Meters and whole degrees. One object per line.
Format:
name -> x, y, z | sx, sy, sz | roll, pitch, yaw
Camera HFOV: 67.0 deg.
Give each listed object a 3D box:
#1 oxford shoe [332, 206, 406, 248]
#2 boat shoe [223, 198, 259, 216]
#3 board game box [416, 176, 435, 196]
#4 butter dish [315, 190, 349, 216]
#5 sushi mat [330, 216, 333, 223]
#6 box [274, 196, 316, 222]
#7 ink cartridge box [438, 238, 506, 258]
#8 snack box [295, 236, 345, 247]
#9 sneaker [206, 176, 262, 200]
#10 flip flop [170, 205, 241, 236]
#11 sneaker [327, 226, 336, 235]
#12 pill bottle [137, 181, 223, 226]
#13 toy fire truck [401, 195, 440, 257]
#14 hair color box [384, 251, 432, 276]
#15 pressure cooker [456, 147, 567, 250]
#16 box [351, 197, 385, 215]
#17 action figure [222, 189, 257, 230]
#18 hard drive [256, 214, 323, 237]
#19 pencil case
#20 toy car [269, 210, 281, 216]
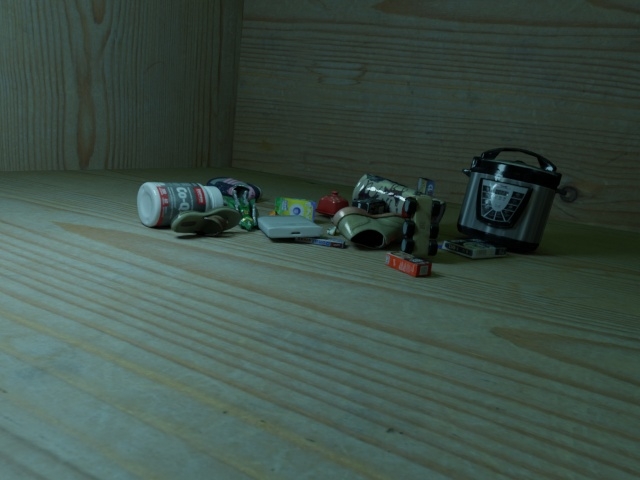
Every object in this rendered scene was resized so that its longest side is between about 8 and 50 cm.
oxford shoe -> 0.233, -0.020, 1.856 | 0.397, 0.140, 0.146 | 5, 43, -30
boat shoe -> -0.417, -0.145, 2.033 | 0.321, 0.103, 0.118 | 8, 13, 1
board game box -> 0.483, -0.170, 2.294 | 0.042, 0.243, 0.165 | 7, 13, -3
butter dish -> 0.066, -0.183, 2.342 | 0.160, 0.118, 0.160 | -9, 19, -44
sushi mat -> 0.120, -0.110, 2.357 | 0.152, 0.019, 0.316 | 5, 13, -3
box -> -0.114, -0.133, 2.140 | 0.179, 0.105, 0.043 | 6, 12, 0
ink cartridge box -> 0.599, 0.025, 1.945 | 0.206, 0.045, 0.208 | -2, 14, -35
snack box -> 0.000, 0.000, 1.791 | 0.178, 0.022, 0.064 | 9, 11, 11
sneaker -> -0.477, -0.275, 2.567 | 0.319, 0.112, 0.131 | 9, 10, 14
flip flop -> -0.388, -0.056, 1.688 | 0.080, 0.112, 0.277 | 44, 28, 26
sneaker -> 0.046, -0.043, 1.985 | 0.037, 0.031, 0.083 | 9, 12, 8
pill bottle -> -0.520, -0.137, 1.815 | 0.283, 0.161, 0.161 | -6, 18, -44
toy fire truck -> 0.359, -0.044, 1.790 | 0.159, 0.216, 0.246 | 4, -2, -8
hair color box -> 0.281, 0.075, 1.555 | 0.072, 0.043, 0.141 | -4, 15, -36
pressure cooker -> 0.816, -0.194, 2.119 | 0.370, 0.420, 0.375 | 11, 9, -21
box -> 0.197, -0.099, 2.052 | 0.078, 0.147, 0.180 | 14, 15, 27
action figure -> -0.302, -0.116, 1.924 | 0.137, 0.063, 0.232 | -2, 41, -21
hard drive -> -0.130, -0.058, 1.872 | 0.203, 0.040, 0.307 | -2, 11, -16
pencil case -> 0.341, -0.160, 2.158 | 0.410, 0.183, 0.160 | 26, 24, 26
toy car -> -0.231, -0.094, 2.103 | 0.122, 0.060, 0.040 | -7, 53, 17
